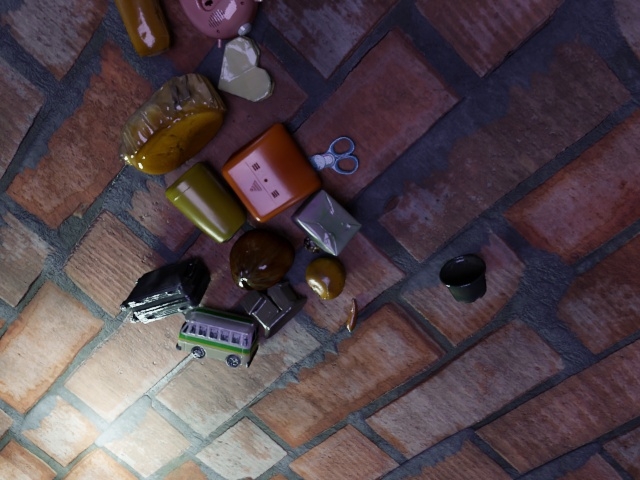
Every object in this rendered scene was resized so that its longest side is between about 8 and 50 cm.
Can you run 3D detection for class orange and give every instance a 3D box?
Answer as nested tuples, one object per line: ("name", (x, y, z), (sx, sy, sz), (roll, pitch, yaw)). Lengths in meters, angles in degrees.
("orange", (0.022, 0.134, 1.788), (0.156, 0.134, 0.157), (38, 146, 32))

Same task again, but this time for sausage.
("sausage", (-0.566, -0.748, 1.518), (0.134, 0.116, 0.354), (-8, 109, 30))

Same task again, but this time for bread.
("bread", (-0.472, -0.366, 1.616), (0.388, 0.236, 0.183), (-32, 88, 30))

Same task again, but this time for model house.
("model house", (-0.189, 0.244, 1.881), (0.188, 0.122, 0.229), (46, 100, 4))

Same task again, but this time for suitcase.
("suitcase", (-0.579, 0.191, 1.885), (0.312, 0.202, 0.128), (-18, 119, 17))

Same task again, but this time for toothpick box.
("toothpick box", (-0.384, -0.122, 1.726), (0.175, 0.175, 0.271), (-36, 106, 22))

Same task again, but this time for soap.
("soap", (0.014, -0.060, 1.645), (0.182, 0.199, 0.138), (41, 86, -9))

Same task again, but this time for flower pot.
("flower pot", (0.493, 0.137, 1.689), (0.157, 0.157, 0.107), (-18, 123, 18))

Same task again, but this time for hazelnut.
("hazelnut", (-0.212, 0.069, 1.750), (0.251, 0.217, 0.217), (-16, 110, 31))

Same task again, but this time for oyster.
("oyster", (0.000, 0.001, 1.781), (0.132, 0.029, 0.086), (-39, 101, 25))

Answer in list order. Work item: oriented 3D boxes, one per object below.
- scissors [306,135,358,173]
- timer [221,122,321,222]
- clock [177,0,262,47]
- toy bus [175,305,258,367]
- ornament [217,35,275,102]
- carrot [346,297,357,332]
("scissors", (-0.003, -0.264, 1.666), (0.256, 0.030, 0.125), (-10, 108, 15))
("timer", (-0.160, -0.221, 1.651), (0.250, 0.161, 0.257), (-31, 104, 17))
("clock", (-0.297, -0.704, 1.454), (0.227, 0.142, 0.241), (-38, 95, 23))
("toy bus", (-0.401, 0.368, 1.959), (0.305, 0.143, 0.179), (12, 113, 6))
("ornament", (-0.256, -0.528, 1.587), (0.180, 0.059, 0.201), (-22, 104, 19))
("carrot", (0.122, 0.284, 1.883), (0.035, 0.035, 0.142), (10, 108, 7))
